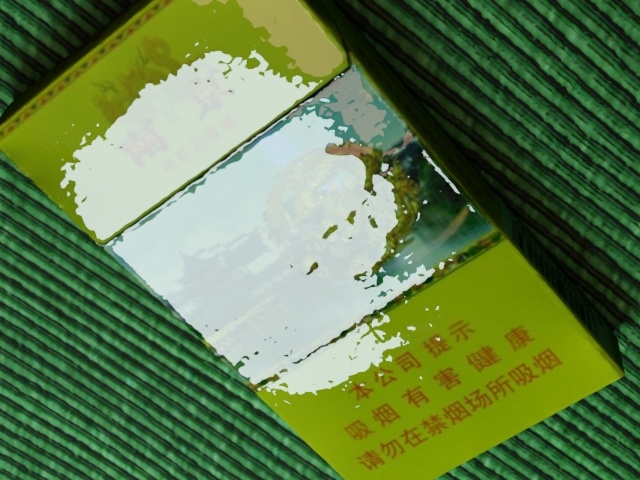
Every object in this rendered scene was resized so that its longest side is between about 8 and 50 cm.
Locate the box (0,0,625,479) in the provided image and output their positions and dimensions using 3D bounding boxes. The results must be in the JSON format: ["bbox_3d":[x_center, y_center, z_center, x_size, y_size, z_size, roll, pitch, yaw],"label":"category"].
[{"bbox_3d":[0.000,0.000,0.730,0.187,0.047,0.335,-33,113,24],"label":"box"}]
